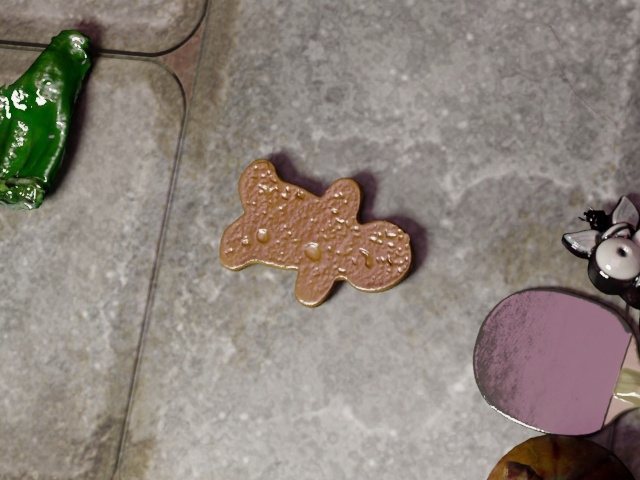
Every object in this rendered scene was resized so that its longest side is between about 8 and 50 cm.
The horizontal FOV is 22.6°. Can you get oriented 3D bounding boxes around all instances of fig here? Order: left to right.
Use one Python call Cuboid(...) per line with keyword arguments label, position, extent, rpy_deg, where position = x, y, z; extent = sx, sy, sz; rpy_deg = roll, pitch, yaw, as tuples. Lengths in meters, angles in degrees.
Cuboid(label="fig", position=(0.222, 0.242, 1.433), extent=(0.148, 0.202, 0.149), rpy_deg=(46, 60, 8))

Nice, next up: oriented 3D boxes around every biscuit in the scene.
Cuboid(label="biscuit", position=(0.000, 0.000, 1.626), extent=(0.205, 0.031, 0.138), rpy_deg=(15, 85, 21))

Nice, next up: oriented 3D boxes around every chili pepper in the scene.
Cuboid(label="chili pepper", position=(-0.304, -0.130, 1.745), extent=(0.108, 0.062, 0.216), rpy_deg=(25, 88, 16))

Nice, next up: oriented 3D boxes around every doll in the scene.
Cuboid(label="doll", position=(0.314, 0.049, 1.487), extent=(0.091, 0.067, 0.219), rpy_deg=(-30, 67, -19))

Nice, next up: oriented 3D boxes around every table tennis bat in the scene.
Cuboid(label="table tennis bat", position=(0.262, 0.126, 1.516), extent=(0.246, 0.022, 0.138), rpy_deg=(16, 84, 22))
